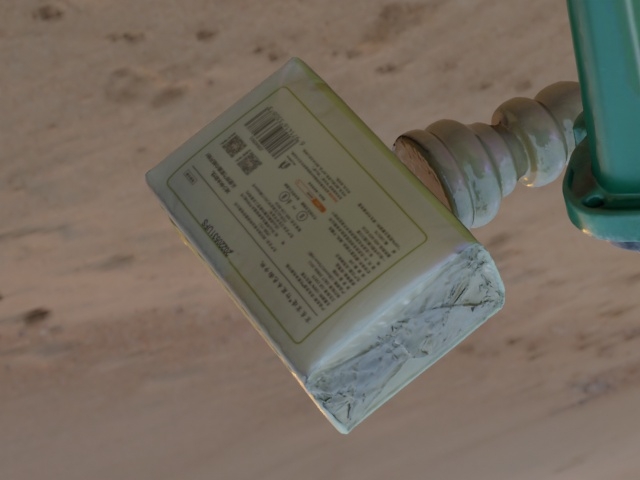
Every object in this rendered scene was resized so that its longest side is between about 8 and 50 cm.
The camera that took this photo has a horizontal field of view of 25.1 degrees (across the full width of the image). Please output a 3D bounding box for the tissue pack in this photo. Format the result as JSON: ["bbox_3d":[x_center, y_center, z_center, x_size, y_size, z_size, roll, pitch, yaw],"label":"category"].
[{"bbox_3d":[0.000,0.000,1.067,0.159,0.234,0.125,-39,147,-5],"label":"tissue pack"}]

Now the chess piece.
[{"bbox_3d":[0.151,-0.075,1.135,0.170,0.094,0.094,-27,165,-16],"label":"chess piece"}]

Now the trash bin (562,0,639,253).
[{"bbox_3d":[0.247,-0.201,0.756,0.259,0.295,0.381,0,133,26],"label":"trash bin"}]
